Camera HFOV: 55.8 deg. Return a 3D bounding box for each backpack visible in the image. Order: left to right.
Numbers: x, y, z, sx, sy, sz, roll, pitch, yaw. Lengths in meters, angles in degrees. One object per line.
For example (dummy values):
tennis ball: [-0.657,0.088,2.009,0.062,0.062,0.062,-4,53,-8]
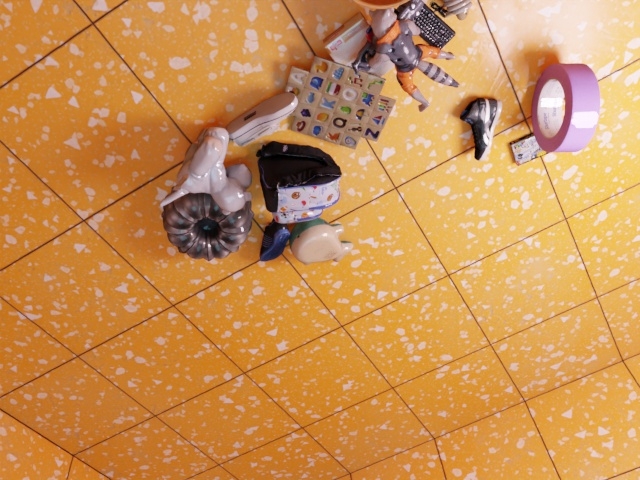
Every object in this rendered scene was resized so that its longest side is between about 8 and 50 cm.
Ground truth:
backpack: [-0.063,-0.185,1.999,0.264,0.276,0.213,-10,132,-7]

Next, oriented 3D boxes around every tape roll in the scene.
tape roll: [0.767,-0.416,1.905,0.090,0.274,0.274,-3,127,-6]

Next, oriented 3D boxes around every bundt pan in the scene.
bundt pan: [-0.397,-0.058,2.129,0.331,0.124,0.330,-4,127,-5]

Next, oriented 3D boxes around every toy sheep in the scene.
toy sheep: [0.395,-0.707,1.763,0.091,0.091,0.132,-25,115,11]

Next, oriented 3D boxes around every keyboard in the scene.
keyboard: [0.334,-0.664,1.826,0.180,0.023,0.108,31,117,-27]

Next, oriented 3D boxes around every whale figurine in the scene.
whale figurine: [0.000,0.000,2.236,0.272,0.141,0.216,16,126,-47]

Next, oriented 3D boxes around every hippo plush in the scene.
hippo plush: [-0.315,-0.206,1.925,0.237,0.294,0.234,33,138,-23]

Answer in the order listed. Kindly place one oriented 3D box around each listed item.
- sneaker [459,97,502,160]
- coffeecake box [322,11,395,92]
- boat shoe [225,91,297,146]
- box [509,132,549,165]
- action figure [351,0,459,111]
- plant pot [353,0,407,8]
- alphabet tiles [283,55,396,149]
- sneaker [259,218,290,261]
sneaker: [0.519,-0.378,2.035,0.121,0.079,0.216,6,117,-8]
coffeecake box: [0.119,-0.571,1.840,0.142,0.068,0.185,-32,124,18]
boat shoe: [-0.175,-0.378,1.929,0.268,0.096,0.088,-26,135,20]
box: [0.743,-0.329,2.122,0.137,0.027,0.094,-22,125,10]
action figure: [0.274,-0.577,1.738,0.330,0.178,0.341,27,103,-38]
plant pot: [0.152,-0.788,1.597,0.291,0.203,0.290,-3,126,-5]
alphabet tiles: [0.050,-0.429,1.919,0.343,0.011,0.285,16,136,-7]
sneaker: [-0.174,-0.007,2.227,0.081,0.090,0.232,-4,152,-29]
